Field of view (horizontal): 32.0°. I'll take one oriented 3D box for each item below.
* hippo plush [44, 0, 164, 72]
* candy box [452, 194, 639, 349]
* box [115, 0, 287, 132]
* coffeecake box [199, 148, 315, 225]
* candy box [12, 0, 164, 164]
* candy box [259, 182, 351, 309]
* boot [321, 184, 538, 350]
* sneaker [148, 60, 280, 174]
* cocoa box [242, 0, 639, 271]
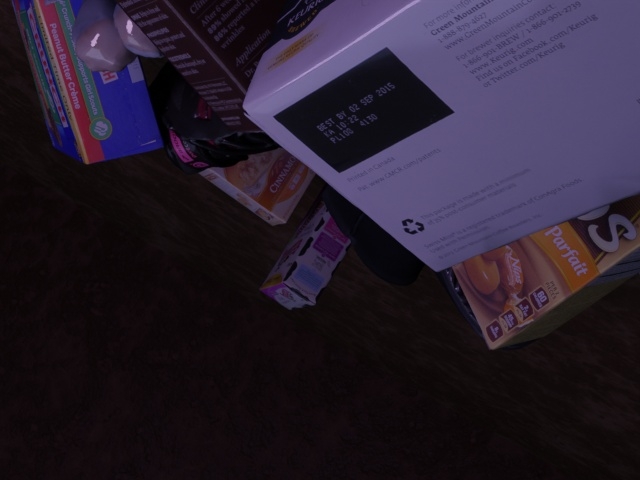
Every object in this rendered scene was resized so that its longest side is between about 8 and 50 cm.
[{"bbox_3d":[-0.166,-0.266,1.348,0.294,0.234,0.236,-4,153,42],"label":"hippo plush"},{"bbox_3d":[0.241,-0.045,1.065,0.316,0.088,0.183,-47,60,50],"label":"candy box"},{"bbox_3d":[-0.126,-0.305,1.108,0.381,0.191,0.143,49,163,-22],"label":"box"},{"bbox_3d":[-0.106,-0.135,1.834,0.185,0.142,0.068,35,164,-16],"label":"coffeecake box"},{"bbox_3d":[-0.345,-0.258,1.605,0.317,0.122,0.268,-159,53,-67],"label":"candy box"},{"bbox_3d":[0.000,0.000,1.888,0.071,0.233,0.159,34,165,-11],"label":"candy box"},{"bbox_3d":[0.149,0.007,1.584,0.445,0.146,0.367,131,118,-72],"label":"boot"},{"bbox_3d":[-0.109,-0.162,1.547,0.185,0.202,0.483,50,164,-28],"label":"sneaker"},{"bbox_3d":[0.158,-0.172,0.820,0.231,0.228,0.347,39,138,-26],"label":"cocoa box"}]
